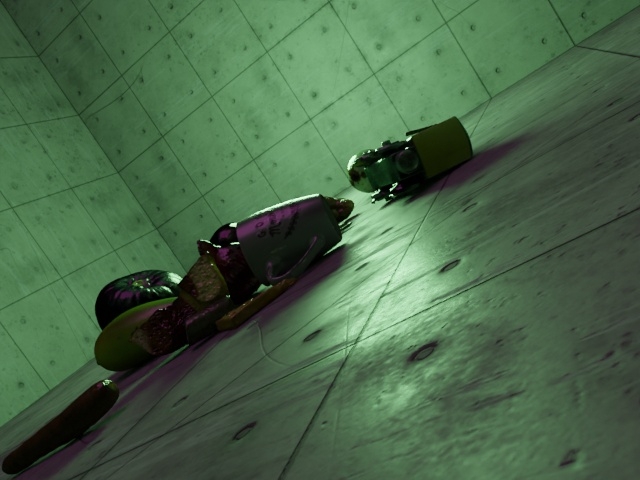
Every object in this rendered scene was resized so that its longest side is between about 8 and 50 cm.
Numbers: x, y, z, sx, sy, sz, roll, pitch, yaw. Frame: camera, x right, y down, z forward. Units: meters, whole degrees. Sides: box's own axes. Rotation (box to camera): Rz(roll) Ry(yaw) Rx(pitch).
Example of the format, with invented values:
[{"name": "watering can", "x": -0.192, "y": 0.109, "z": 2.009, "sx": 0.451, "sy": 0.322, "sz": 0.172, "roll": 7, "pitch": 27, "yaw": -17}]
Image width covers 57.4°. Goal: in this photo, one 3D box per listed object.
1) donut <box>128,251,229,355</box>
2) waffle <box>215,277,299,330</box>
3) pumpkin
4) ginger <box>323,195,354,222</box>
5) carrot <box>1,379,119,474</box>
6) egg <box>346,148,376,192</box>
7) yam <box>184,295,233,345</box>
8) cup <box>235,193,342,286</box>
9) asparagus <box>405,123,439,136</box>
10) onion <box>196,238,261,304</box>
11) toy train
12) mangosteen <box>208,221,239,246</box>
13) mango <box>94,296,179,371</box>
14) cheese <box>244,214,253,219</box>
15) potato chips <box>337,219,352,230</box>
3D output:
[{"name": "donut", "x": -0.327, "y": 0.187, "z": 1.486, "sx": 0.295, "sy": 0.112, "sz": 0.151, "roll": -46, "pitch": -28, "yaw": -1}, {"name": "waffle", "x": -0.148, "y": 0.144, "z": 1.360, "sx": 0.191, "sy": 0.032, "sz": 0.125, "roll": -34, "pitch": 3, "yaw": -30}, {"name": "pumpkin", "x": -0.580, "y": 0.234, "z": 1.958, "sx": 0.315, "sy": 0.238, "sz": 0.315, "roll": -8, "pitch": 17, "yaw": 3}, {"name": "ginger", "x": -0.005, "y": -0.106, "z": 2.022, "sx": 0.236, "sy": 0.166, "sz": 0.375, "roll": -41, "pitch": 9, "yaw": 18}, {"name": "carrot", "x": -0.547, "y": 0.402, "z": 1.214, "sx": 0.342, "sy": 0.070, "sz": 0.070, "roll": -38, "pitch": 4, "yaw": 13}, {"name": "egg", "x": 0.197, "y": -0.271, "z": 2.264, "sx": 0.169, "sy": 0.169, "sz": 0.231, "roll": -29, "pitch": -5, "yaw": 34}, {"name": "yam", "x": -0.265, "y": 0.192, "z": 1.392, "sx": 0.146, "sy": 0.070, "sz": 0.069, "roll": -28, "pitch": 2, "yaw": -31}, {"name": "cup", "x": -0.069, "y": 0.011, "z": 1.474, "sx": 0.234, "sy": 0.186, "sz": 0.258, "roll": -24, "pitch": 37, "yaw": 10}, {"name": "asparagus", "x": 0.297, "y": -0.319, "z": 1.678, "sx": 0.114, "sy": 0.014, "sz": 0.015, "roll": -16, "pitch": 18, "yaw": -7}, {"name": "onion", "x": -0.266, "y": 0.081, "z": 1.622, "sx": 0.195, "sy": 0.218, "sz": 0.140, "roll": -20, "pitch": 40, "yaw": 39}, {"name": "toy train", "x": 0.249, "y": -0.221, "z": 1.641, "sx": 0.253, "sy": 0.160, "sz": 0.397, "roll": -26, "pitch": 4, "yaw": -7}, {"name": "mangosteen", "x": -0.299, "y": 0.051, "z": 2.172, "sx": 0.228, "sy": 0.228, "sz": 0.265, "roll": -35, "pitch": 39, "yaw": -20}, {"name": "mango", "x": -0.506, "y": 0.262, "z": 1.703, "sx": 0.343, "sy": 0.156, "sz": 0.192, "roll": -28, "pitch": 15, "yaw": 15}, {"name": "cheese", "x": -0.256, "y": -0.016, "z": 2.419, "sx": 0.259, "sy": 0.128, "sz": 0.316, "roll": -34, "pitch": -25, "yaw": 12}, {"name": "potato chips", "x": 0.000, "y": -0.001, "z": 1.744, "sx": 0.207, "sy": 0.028, "sz": 0.092, "roll": -35, "pitch": 7, "yaw": -3}]
